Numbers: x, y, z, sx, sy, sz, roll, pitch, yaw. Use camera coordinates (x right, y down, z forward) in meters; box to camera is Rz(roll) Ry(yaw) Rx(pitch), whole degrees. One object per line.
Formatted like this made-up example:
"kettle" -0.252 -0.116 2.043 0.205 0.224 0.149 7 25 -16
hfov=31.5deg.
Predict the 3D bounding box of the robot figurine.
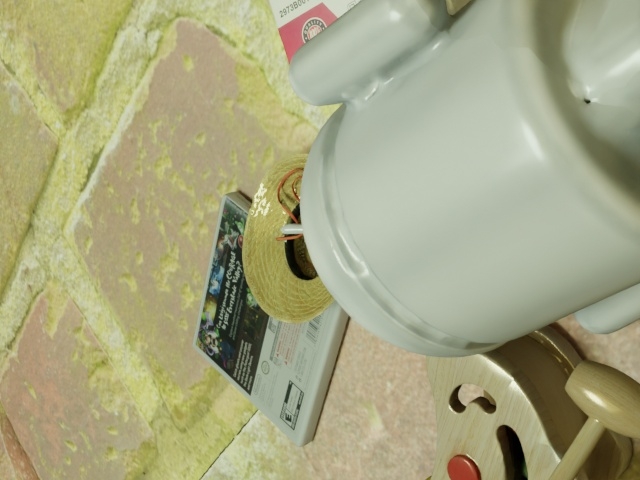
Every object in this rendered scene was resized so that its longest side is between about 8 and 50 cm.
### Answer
"robot figurine" 0.122 -0.045 0.723 0.300 0.199 0.353 40 139 -15

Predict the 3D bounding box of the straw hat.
"straw hat" 0.000 0.000 0.975 0.144 0.061 0.144 -5 83 44

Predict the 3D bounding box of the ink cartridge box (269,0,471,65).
"ink cartridge box" 0.032 -0.249 0.825 0.172 0.100 0.237 -19 89 48

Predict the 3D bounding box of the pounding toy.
"pounding toy" 0.118 0.158 0.829 0.154 0.155 0.269 45 132 22

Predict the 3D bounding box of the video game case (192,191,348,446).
"video game case" -0.050 0.075 1.085 0.173 0.022 0.190 38 129 32
